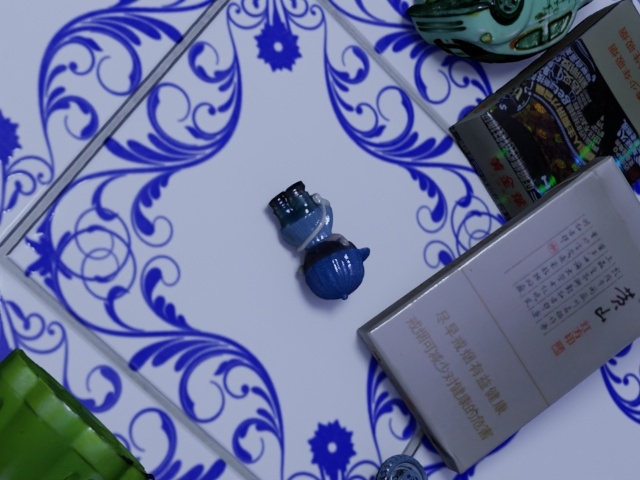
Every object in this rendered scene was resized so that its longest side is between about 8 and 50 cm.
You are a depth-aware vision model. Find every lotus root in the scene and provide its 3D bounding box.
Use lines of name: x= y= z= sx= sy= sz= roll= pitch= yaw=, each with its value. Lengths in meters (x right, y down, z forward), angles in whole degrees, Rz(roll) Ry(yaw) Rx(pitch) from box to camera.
lotus root: x=-0.277 y=0.219 z=1.244 sx=0.186 sy=0.186 sz=0.186 roll=6 pitch=77 yaw=-29

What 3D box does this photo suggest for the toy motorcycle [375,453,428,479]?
toy motorcycle: x=0.067 y=0.348 z=1.448 sx=0.135 sy=0.092 sz=0.254 roll=54 pitch=50 yaw=-20

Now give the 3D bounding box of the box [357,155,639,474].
box: x=0.245 y=0.083 z=1.563 sx=0.365 sy=0.051 sz=0.204 roll=-35 pitch=98 yaw=-12

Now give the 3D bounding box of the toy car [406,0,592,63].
toy car: x=0.251 y=-0.295 z=1.659 sx=0.306 sy=0.136 sz=0.125 roll=-26 pitch=112 yaw=-33

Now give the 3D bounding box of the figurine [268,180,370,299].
figurine: x=-0.001 y=0.002 z=1.485 sx=0.077 sy=0.079 sz=0.136 roll=-33 pitch=106 yaw=11

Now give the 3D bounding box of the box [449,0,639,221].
box: x=0.331 y=-0.148 z=1.699 sx=0.310 sy=0.084 sz=0.198 roll=-39 pitch=101 yaw=-30
